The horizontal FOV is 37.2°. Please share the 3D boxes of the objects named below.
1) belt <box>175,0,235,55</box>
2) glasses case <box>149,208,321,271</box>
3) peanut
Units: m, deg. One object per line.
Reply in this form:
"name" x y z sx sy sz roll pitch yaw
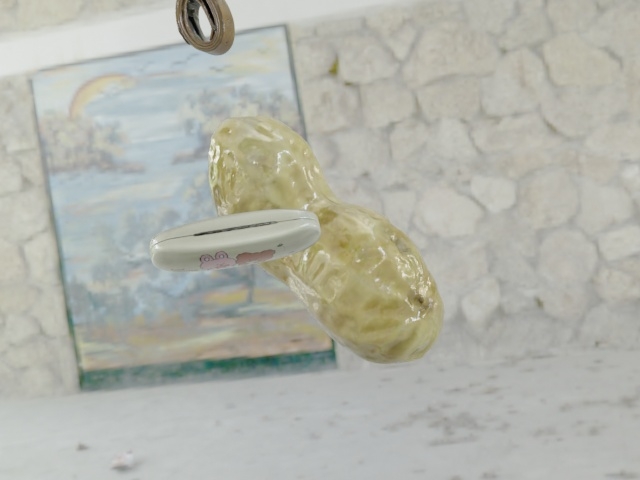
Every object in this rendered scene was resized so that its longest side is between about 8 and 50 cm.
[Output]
"belt" -0.131 -0.250 1.082 0.059 0.083 0.036 -27 -10 21
"glasses case" -0.041 0.000 0.464 0.083 0.021 0.032 -9 -20 -7
"peanut" 0.000 0.000 0.714 0.103 0.229 0.098 -51 -9 25
